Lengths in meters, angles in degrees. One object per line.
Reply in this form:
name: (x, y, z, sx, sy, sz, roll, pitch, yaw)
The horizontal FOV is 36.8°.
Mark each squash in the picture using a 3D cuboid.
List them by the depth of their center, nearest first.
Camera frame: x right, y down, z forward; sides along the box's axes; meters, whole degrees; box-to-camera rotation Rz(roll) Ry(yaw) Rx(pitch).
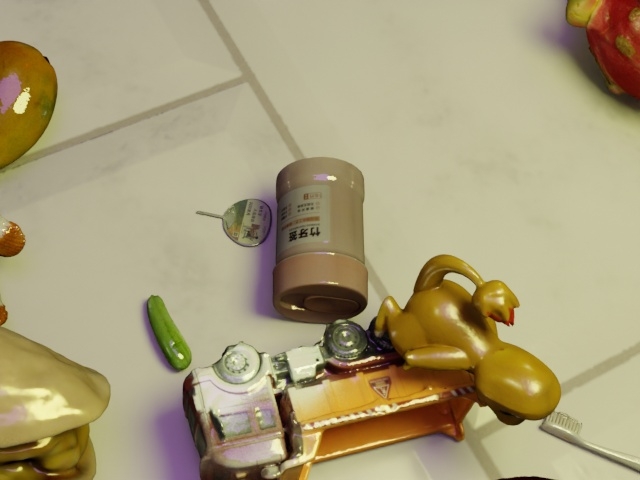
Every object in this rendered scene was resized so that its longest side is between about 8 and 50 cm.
squash: (-0.158, 0.093, 0.983, 0.027, 0.027, 0.089, -25, 66, -18)

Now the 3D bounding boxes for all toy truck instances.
toy truck: (0.010, 0.159, 0.921, 0.271, 0.114, 0.135, -10, 59, -14)

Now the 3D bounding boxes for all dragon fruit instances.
dragon fruit: (0.416, -0.272, 1.137, 0.224, 0.224, 0.227, -34, 90, -21)

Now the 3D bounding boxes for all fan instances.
fan: (-0.090, -0.017, 1.060, 0.080, 0.003, 0.060, -14, 64, -14)

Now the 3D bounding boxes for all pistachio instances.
pistachio: (-0.342, 0.146, 0.856, 0.299, 0.187, 0.187, 12, 61, -7)

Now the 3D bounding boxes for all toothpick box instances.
toothpick box: (0.000, 0.000, 1.008, 0.099, 0.098, 0.148, 3, 61, -5)

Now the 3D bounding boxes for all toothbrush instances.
toothbrush: (0.344, 0.236, 0.968, 0.257, 0.018, 0.024, 26, 56, 8)

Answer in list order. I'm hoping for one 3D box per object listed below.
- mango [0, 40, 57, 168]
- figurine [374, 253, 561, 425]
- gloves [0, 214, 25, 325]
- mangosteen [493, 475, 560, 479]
mango: (-0.350, -0.143, 1.053, 0.111, 0.089, 0.163, 4, 71, 9)
figurine: (0.144, 0.085, 0.854, 0.176, 0.122, 0.121, 43, 51, 19)
gloves: (-0.396, 0.006, 0.958, 0.140, 0.131, 0.218, -39, 97, -40)
mangosteen: (0.172, 0.340, 0.750, 0.297, 0.297, 0.293, 31, 92, 10)
